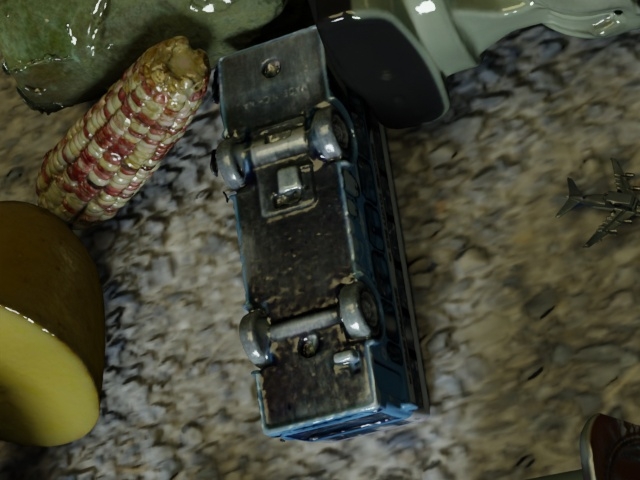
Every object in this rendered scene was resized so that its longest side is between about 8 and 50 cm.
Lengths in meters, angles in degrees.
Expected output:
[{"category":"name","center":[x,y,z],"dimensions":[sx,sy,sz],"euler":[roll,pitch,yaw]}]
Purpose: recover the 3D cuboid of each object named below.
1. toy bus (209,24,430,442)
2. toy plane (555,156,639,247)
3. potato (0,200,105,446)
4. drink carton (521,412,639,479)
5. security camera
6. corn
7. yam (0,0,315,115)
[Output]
[{"category":"toy bus","center":[0.000,0.000,1.258],"dimensions":[0.106,0.131,0.297],"euler":[-16,69,21]},{"category":"toy plane","center":[0.210,-0.026,1.216],"dimensions":[0.084,0.024,0.078],"euler":[5,60,29]},{"category":"potato","center":[-0.247,0.048,1.360],"dimensions":[0.178,0.203,0.158],"euler":[-49,17,47]},{"category":"drink carton","center":[0.142,0.227,1.089],"dimensions":[0.190,0.185,0.191],"euler":[-16,71,26]},{"category":"security camera","center":[0.135,-0.220,1.225],"dimensions":[0.277,0.197,0.191],"euler":[-12,61,18]},{"category":"corn","center":[-0.156,-0.085,1.345],"dimensions":[0.237,0.079,0.079],"euler":[-44,54,49]},{"category":"yam","center":[-0.129,-0.225,1.359],"dimensions":[0.300,0.195,0.195],"euler":[-15,69,24]}]
